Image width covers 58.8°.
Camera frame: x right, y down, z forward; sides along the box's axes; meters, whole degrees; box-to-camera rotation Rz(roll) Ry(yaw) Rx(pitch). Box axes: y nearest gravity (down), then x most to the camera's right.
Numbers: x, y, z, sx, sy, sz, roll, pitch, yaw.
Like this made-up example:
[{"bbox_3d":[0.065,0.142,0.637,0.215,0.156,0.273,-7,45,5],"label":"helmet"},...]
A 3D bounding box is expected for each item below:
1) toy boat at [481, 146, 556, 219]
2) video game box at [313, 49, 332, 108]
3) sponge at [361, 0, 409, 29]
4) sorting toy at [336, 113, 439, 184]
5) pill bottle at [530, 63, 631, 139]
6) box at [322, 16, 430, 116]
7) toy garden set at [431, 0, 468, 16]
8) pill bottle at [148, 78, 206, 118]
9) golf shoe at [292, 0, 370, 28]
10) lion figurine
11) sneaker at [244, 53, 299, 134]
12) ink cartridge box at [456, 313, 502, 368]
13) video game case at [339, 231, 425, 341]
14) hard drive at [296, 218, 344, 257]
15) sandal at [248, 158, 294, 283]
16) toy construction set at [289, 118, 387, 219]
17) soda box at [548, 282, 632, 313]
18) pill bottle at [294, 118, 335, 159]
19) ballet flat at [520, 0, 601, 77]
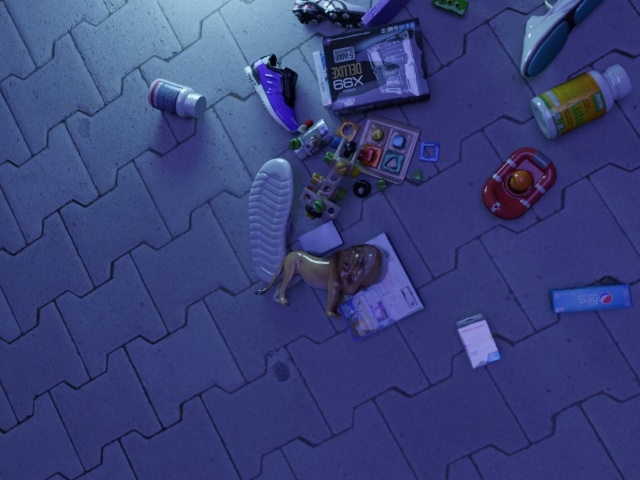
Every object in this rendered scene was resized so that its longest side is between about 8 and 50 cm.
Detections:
[{"bbox_3d":[0.584,-0.169,1.672,0.151,0.151,0.231,44,99,12],"label":"toy boat"},{"bbox_3d":[0.091,-0.548,1.861,0.205,0.048,0.187,-13,88,13],"label":"video game box"},{"bbox_3d":[0.220,-0.744,1.796,0.210,0.117,0.031,-44,77,9],"label":"sponge"},{"bbox_3d":[0.206,-0.297,1.824,0.347,0.047,0.196,20,93,14],"label":"sorting toy"},{"bbox_3d":[0.753,-0.406,1.643,0.245,0.136,0.136,-26,83,12],"label":"pill bottle"},{"bbox_3d":[0.174,-0.537,1.778,0.307,0.076,0.243,-8,87,9],"label":"box"},{"bbox_3d":[0.409,-0.852,1.790,0.203,0.049,0.244,27,96,12],"label":"toy garden set"},{"bbox_3d":[-0.495,-0.488,1.975,0.180,0.108,0.108,20,93,14],"label":"pill bottle"},{"bbox_3d":[0.043,-0.769,1.852,0.272,0.105,0.120,13,85,14],"label":"golf shoe"},{"bbox_3d":[-0.009,0.103,1.764,0.392,0.142,0.240,11,84,19],"label":"lion figurine"},{"bbox_3d":[-0.127,-0.497,1.886,0.146,0.102,0.293,-33,81,10],"label":"sneaker"},{"bbox_3d":[0.477,0.299,1.718,0.092,0.090,0.143,-21,82,12],"label":"ink cartridge box"},{"bbox_3d":[0.163,0.148,1.816,0.244,0.061,0.270,-28,82,12],"label":"video game case"},{"bbox_3d":[0.000,0.000,1.881,0.135,0.022,0.094,-27,82,12],"label":"hard drive"},{"bbox_3d":[-0.153,-0.067,1.890,0.169,0.102,0.417,15,105,29],"label":"sandal"},{"bbox_3d":[0.010,-0.208,1.730,0.257,0.237,0.309,-30,102,22],"label":"toy construction set"},{"bbox_3d":[0.783,0.168,1.654,0.210,0.071,0.067,-6,88,14],"label":"soda box"},{"bbox_3d":[-0.025,-0.329,1.868,0.137,0.078,0.078,-35,81,11],"label":"pill bottle"},{"bbox_3d":[0.699,-0.657,1.682,0.139,0.139,0.400,41,94,12],"label":"ballet flat"}]
